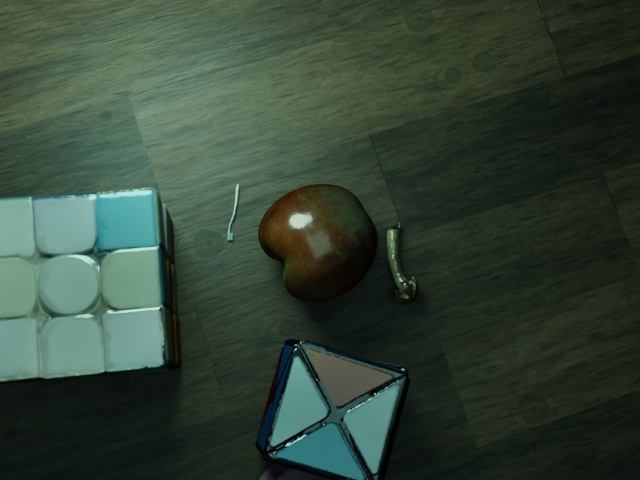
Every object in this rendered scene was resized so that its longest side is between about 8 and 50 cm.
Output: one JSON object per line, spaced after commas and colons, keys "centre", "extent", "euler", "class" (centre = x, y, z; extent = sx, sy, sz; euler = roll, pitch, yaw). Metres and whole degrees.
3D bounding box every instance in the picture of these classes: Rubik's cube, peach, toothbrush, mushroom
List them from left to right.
{"centre": [-0.468, 0.102, 1.657], "extent": [0.347, 0.344, 0.346], "euler": [-3, 81, -6], "class": "Rubik's cube"}
{"centre": [-0.195, -0.064, 1.870], "extent": [0.013, 0.011, 0.131], "euler": [6, 81, 9], "class": "toothbrush"}
{"centre": [0.000, 0.000, 1.769], "extent": [0.253, 0.252, 0.252], "euler": [1, 82, -5], "class": "peach"}
{"centre": [0.020, 0.350, 1.710], "extent": [0.250, 0.248, 0.246], "euler": [16, 82, -4], "class": "Rubik's cube"}
{"centre": [0.178, 0.050, 1.864], "extent": [0.060, 0.061, 0.187], "euler": [-12, 79, -1], "class": "mushroom"}

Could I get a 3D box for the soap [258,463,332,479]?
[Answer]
{"centre": [0.012, 0.582, 1.705], "extent": [0.324, 0.109, 0.192], "euler": [35, 124, 1], "class": "soap"}
